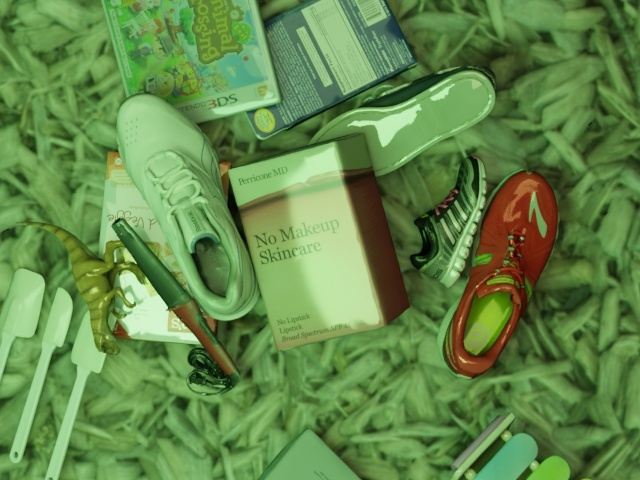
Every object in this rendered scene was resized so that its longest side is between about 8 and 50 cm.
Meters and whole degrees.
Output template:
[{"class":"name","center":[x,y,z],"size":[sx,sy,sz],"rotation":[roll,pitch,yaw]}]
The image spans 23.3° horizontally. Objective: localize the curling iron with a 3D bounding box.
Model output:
[{"class":"curling iron","center":[-0.177,0.085,1.868],"size":[0.068,0.035,0.274],"rotation":[-21,120,14]}]

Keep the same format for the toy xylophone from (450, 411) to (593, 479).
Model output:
[{"class":"toy xylophone","center":[0.273,0.387,1.930],"size":[0.322,0.081,0.236],"rotation":[40,68,-4]}]

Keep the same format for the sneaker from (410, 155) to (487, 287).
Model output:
[{"class":"sneaker","center":[0.159,-0.029,1.966],"size":[0.075,0.063,0.170],"rotation":[16,93,-8]}]

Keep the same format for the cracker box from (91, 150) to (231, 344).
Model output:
[{"class":"cracker box","center":[-0.198,0.011,1.947],"size":[0.155,0.067,0.232],"rotation":[5,90,-2]}]

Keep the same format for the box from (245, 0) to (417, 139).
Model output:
[{"class":"box","center":[-0.007,-0.233,1.975],"size":[0.225,0.036,0.136],"rotation":[-26,90,-3]}]

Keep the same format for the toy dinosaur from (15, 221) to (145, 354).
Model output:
[{"class":"toy dinosaur","center":[-0.275,0.033,1.873],"size":[0.112,0.064,0.211],"rotation":[-21,68,-19]}]

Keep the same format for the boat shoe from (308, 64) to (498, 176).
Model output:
[{"class":"boat shoe","center":[0.103,-0.154,1.953],"size":[0.254,0.079,0.095],"rotation":[-28,102,18]}]

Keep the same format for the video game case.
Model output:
[{"class":"video game case","center":[-0.165,-0.252,1.944],"size":[0.193,0.023,0.212],"rotation":[-13,94,11]}]

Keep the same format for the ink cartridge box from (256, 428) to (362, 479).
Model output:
[{"class":"ink cartridge box","center":[0.007,0.440,1.853],"size":[0.324,0.071,0.330],"rotation":[46,45,-1]}]

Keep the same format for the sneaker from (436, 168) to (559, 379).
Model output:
[{"class":"sneaker","center":[0.234,0.046,1.941],"size":[0.107,0.118,0.279],"rotation":[19,88,-3]}]

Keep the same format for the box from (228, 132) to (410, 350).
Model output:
[{"class":"box","center":[0.000,0.000,1.900],"size":[0.148,0.127,0.232],"rotation":[-14,94,19]}]

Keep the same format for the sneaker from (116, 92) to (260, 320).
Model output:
[{"class":"sneaker","center":[-0.154,-0.045,1.853],"size":[0.111,0.129,0.297],"rotation":[-29,90,-2]}]

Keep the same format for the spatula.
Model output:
[{"class":"spatula","center":[-0.351,0.171,1.935],"size":[0.168,0.019,0.242],"rotation":[20,95,21]}]
